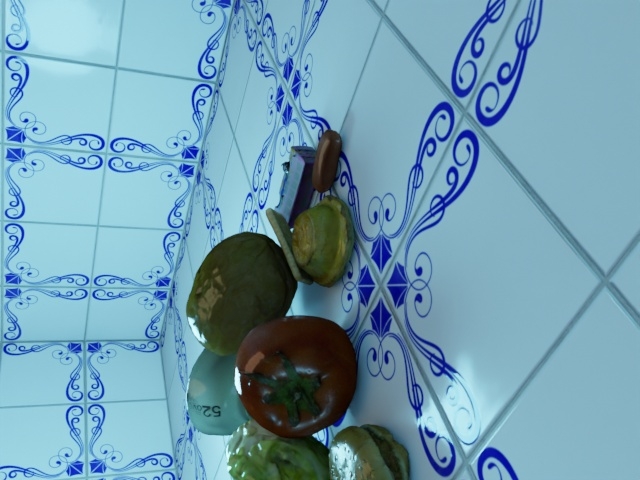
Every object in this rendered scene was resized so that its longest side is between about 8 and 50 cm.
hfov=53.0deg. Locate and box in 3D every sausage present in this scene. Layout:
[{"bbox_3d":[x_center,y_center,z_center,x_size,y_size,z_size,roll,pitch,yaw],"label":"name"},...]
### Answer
[{"bbox_3d":[0.018,-0.233,1.892,0.077,0.077,0.194,-130,48,-58],"label":"sausage"}]

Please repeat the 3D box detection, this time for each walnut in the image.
[{"bbox_3d":[-0.249,0.168,1.993,0.307,0.354,0.398,28,99,18],"label":"walnut"}]

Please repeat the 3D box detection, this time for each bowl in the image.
[{"bbox_3d":[-0.284,0.525,2.252,0.185,0.353,0.354,7,94,32],"label":"bowl"}]

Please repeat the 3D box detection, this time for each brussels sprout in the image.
[{"bbox_3d":[-0.099,0.643,1.780,0.344,0.268,0.344,51,172,10],"label":"brussels sprout"}]

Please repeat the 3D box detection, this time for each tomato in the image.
[{"bbox_3d":[-0.073,0.351,1.728,0.273,0.341,0.342,-112,31,-70],"label":"tomato"}]

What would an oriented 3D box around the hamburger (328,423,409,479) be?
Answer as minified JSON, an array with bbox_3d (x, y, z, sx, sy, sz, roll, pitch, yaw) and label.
[{"bbox_3d":[0.104,0.585,1.513,0.259,0.144,0.284,-7,86,63],"label":"hamburger"}]

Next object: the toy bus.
[{"bbox_3d":[-0.079,-0.167,2.088,0.112,0.090,0.274,54,137,43],"label":"toy bus"}]

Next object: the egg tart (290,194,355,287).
[{"bbox_3d":[0.000,0.000,1.862,0.288,0.118,0.289,-18,69,61],"label":"egg tart"}]

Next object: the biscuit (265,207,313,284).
[{"bbox_3d":[-0.096,0.021,1.986,0.250,0.030,0.160,65,-171,13],"label":"biscuit"}]
